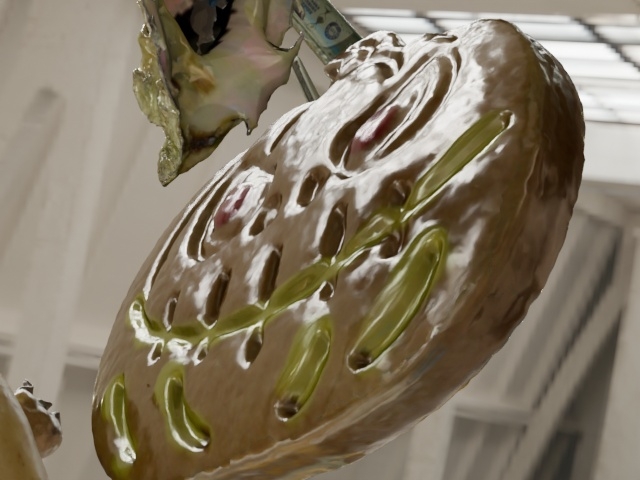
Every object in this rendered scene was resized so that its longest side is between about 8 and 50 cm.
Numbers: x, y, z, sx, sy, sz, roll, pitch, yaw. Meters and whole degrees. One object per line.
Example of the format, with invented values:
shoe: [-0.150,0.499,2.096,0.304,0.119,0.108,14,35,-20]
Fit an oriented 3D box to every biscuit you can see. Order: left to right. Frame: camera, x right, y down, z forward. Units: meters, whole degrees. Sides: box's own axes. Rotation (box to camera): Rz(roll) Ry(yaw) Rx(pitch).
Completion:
biscuit: [-0.007,-0.005,0.909,0.070,0.394,0.350,36,-136,-26]

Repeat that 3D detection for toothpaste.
toothpaste: [0.016,-0.146,1.134,0.049,0.031,0.204,-51,-54,-8]

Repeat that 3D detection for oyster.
oyster: [-0.065,-0.149,0.793,0.133,0.072,0.209,-34,-61,-38]

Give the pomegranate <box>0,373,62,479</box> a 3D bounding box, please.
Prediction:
pomegranate: [-0.338,0.204,1.136,0.342,0.343,0.342,-19,-68,-55]

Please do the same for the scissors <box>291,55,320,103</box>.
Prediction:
scissors: [0.003,-0.099,1.229,0.119,0.014,0.058,62,-160,-17]
